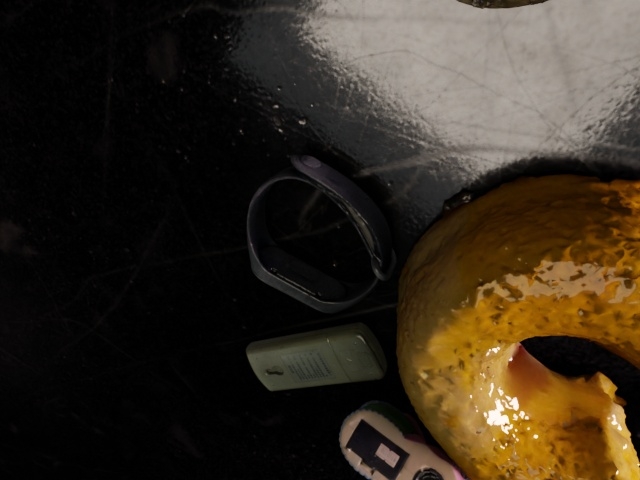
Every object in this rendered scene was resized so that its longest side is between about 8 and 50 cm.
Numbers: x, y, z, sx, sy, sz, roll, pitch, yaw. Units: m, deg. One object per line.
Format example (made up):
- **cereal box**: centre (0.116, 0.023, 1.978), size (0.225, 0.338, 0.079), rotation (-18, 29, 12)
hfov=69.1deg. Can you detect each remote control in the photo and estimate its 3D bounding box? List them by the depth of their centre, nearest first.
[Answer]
- **remote control**: centre (-0.010, 0.191, 0.747), size (0.234, 0.038, 0.098), rotation (-17, 110, 29)

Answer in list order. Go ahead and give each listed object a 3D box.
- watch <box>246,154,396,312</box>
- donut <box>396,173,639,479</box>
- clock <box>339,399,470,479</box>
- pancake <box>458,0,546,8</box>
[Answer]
- **watch**: centre (0.000, 0.000, 0.618), size (0.206, 0.068, 0.192), rotation (30, 125, 6)
- **donut**: centre (0.260, 0.145, 0.539), size (0.378, 0.163, 0.434), rotation (16, 123, 14)
- **clock**: centre (0.132, 0.317, 0.689), size (0.194, 0.195, 0.100), rotation (31, 87, 28)
- **pancake**: centre (0.173, -0.338, 0.367), size (0.283, 0.049, 0.282), rotation (9, 120, 16)
